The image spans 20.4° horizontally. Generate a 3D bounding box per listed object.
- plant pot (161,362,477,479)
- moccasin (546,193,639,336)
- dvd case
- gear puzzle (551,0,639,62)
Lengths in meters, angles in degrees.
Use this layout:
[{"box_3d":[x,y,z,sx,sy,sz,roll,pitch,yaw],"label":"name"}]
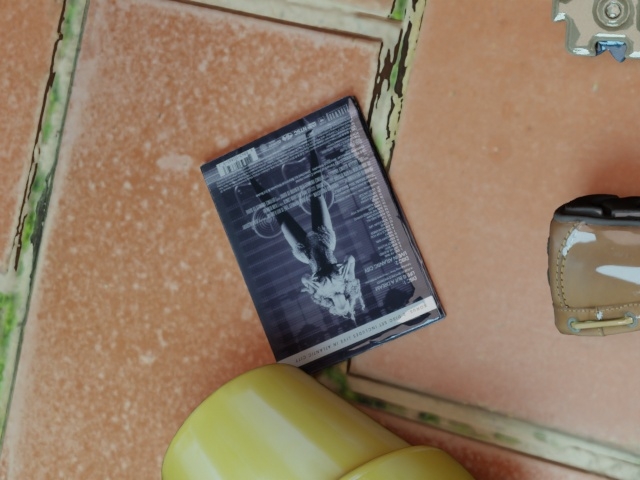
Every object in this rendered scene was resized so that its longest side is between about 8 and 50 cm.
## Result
[{"box_3d":[-0.006,0.243,1.537,0.239,0.254,0.254,44,105,30],"label":"plant pot"},{"box_3d":[0.370,0.040,1.439,0.380,0.139,0.147,-1,102,17],"label":"moccasin"},{"box_3d":[0.000,0.000,1.636,0.164,0.018,0.221,-24,82,18],"label":"dvd case"},{"box_3d":[0.293,-0.318,1.503,0.175,0.044,0.339,5,95,17],"label":"gear puzzle"}]
